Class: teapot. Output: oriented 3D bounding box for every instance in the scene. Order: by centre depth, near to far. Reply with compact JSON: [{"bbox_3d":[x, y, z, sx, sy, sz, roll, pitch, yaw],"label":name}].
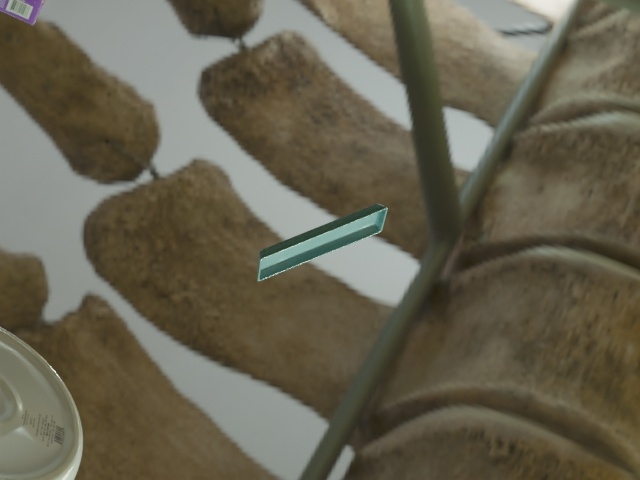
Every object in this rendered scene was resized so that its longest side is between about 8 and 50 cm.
[{"bbox_3d":[-0.361,0.199,1.268,0.252,0.187,0.256,51,-153,19],"label":"teapot"}]

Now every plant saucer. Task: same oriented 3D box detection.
[{"bbox_3d":[0.000,0.000,1.825,0.192,0.067,0.018,-21,-114,-17],"label":"plant saucer"}]

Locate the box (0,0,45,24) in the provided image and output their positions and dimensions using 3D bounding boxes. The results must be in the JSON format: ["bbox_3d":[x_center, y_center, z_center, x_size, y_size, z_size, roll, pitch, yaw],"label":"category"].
[{"bbox_3d":[-0.495,-0.422,1.847,0.293,0.057,0.201,23,-144,-13],"label":"box"}]
